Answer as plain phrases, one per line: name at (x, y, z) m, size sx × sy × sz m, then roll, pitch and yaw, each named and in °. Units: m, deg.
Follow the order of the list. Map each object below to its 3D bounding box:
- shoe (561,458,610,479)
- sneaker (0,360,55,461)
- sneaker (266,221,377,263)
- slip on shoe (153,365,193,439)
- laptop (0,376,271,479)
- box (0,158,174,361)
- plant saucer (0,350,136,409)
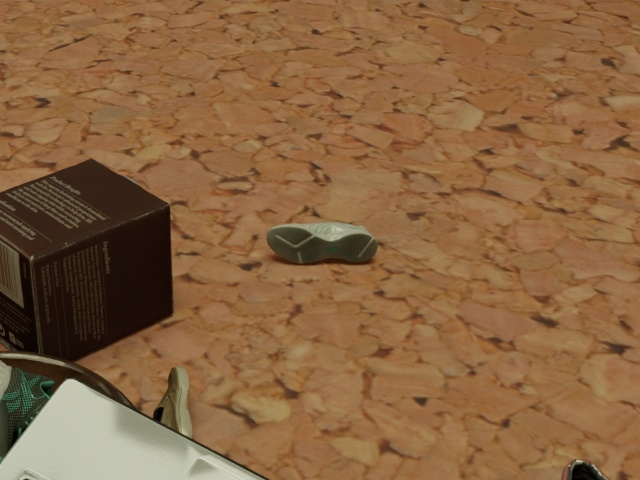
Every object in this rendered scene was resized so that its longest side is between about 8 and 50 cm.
shoe at (0.263, 0.295, 1.237) m, size 0.063 × 0.081 × 0.178 m, roll 1°, pitch 31°, yaw -2°
sneaker at (-0.303, 0.177, 1.284) m, size 0.076 × 0.065 × 0.166 m, roll 10°, pitch 26°, yaw -12°
sneaker at (0.000, 0.000, 1.761) m, size 0.152 × 0.054 × 0.061 m, roll 4°, pitch 21°, yaw -7°
slip on shoe at (-0.167, 0.191, 1.426) m, size 0.041 × 0.051 × 0.135 m, roll -1°, pitch 38°, yaw -10°
laptop at (-0.150, 0.282, 0.964) m, size 0.381 × 0.236 × 0.408 m, roll 26°, pitch 54°, yaw 11°
box at (-0.312, 0.027, 1.577) m, size 0.203 × 0.167 × 0.168 m, roll -24°, pitch 39°, yaw -37°
plant saucer at (-0.330, 0.199, 1.355) m, size 0.310 × 0.050 × 0.311 m, roll 8°, pitch 25°, yaw -4°
